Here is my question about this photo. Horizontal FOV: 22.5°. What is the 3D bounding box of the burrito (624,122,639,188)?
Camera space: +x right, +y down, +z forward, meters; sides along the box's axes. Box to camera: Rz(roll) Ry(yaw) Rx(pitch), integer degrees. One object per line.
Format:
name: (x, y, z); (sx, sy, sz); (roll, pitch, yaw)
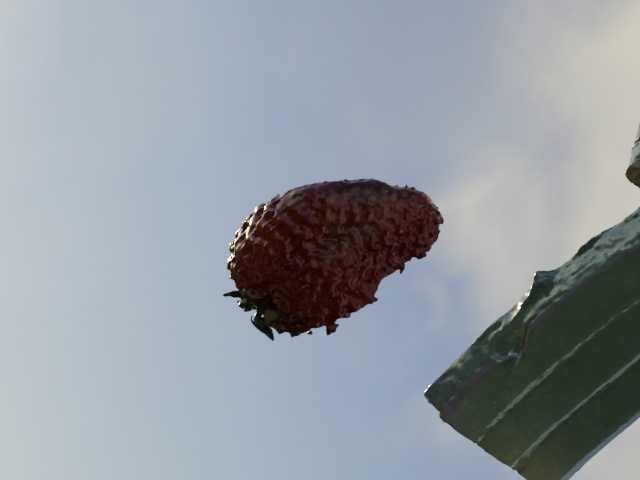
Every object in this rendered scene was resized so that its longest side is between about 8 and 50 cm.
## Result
burrito: (0.319, -0.094, 1.493); (0.055, 0.149, 0.041); (43, -48, -5)

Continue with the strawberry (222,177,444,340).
strawberry: (-0.004, -0.004, 1.736); (0.175, 0.236, 0.107); (43, -3, 36)

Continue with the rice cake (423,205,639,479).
rice cake: (0.182, 0.061, 1.005); (0.127, 0.237, 0.043); (36, 26, -27)
